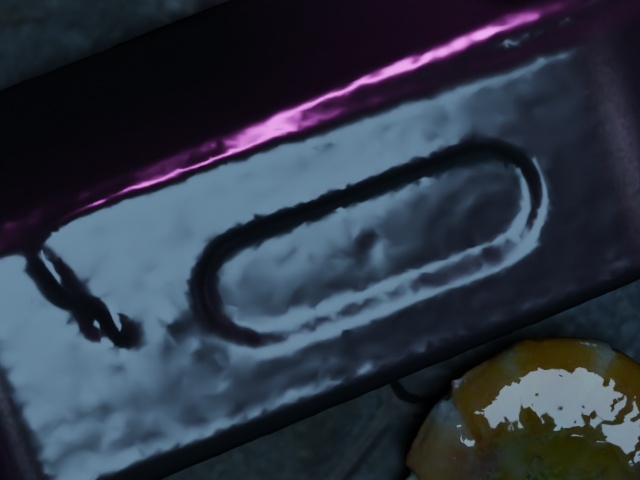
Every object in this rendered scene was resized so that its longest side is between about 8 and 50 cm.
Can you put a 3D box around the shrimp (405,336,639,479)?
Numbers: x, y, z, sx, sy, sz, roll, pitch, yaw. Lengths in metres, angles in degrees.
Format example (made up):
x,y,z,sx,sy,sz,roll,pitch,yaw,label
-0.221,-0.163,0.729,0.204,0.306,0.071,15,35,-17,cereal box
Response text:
x,y,z,sx,sy,sz,roll,pitch,yaw,label
0.137,0.153,0.762,0.150,0.068,0.248,-40,105,9,shrimp

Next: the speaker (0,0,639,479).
x,y,z,sx,sy,sz,roll,pitch,yaw,label
0.000,0.000,0.619,0.388,0.184,0.180,-23,108,-11,speaker
